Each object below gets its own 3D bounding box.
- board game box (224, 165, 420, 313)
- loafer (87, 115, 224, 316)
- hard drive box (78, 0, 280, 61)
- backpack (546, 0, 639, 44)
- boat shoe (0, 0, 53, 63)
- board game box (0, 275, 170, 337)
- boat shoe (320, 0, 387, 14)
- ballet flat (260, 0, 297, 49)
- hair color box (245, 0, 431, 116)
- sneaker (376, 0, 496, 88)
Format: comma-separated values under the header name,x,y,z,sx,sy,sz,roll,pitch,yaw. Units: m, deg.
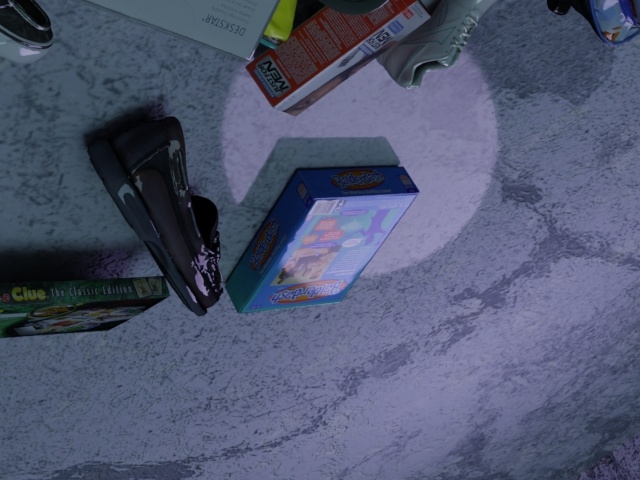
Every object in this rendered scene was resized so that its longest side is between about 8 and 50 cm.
name,x,y,z,sx,sy,sz,roll,pitch,yaw
board game box,0.000,0.000,1.591,0.160,0.047,0.210,-4,142,-39
loafer,-0.141,-0.019,1.385,0.095,0.109,0.302,-32,148,-4
hard drive box,-0.085,-0.269,0.976,0.181,0.089,0.232,14,109,-49
backpack,0.326,-0.327,1.224,0.263,0.213,0.276,-40,148,-3
boat shoe,-0.259,-0.206,1.008,0.070,0.078,0.219,-34,149,11
board game box,-0.302,0.073,1.412,0.259,0.030,0.136,-1,164,-41
boat shoe,0.093,-0.332,1.112,0.118,0.103,0.320,29,123,-9
ballet flat,-0.096,-0.226,1.142,0.231,0.077,0.077,11,110,-53
hair color box,0.019,-0.189,1.278,0.167,0.053,0.093,-34,173,11
sneaker,0.131,-0.210,1.367,0.152,0.061,0.053,-39,148,13
